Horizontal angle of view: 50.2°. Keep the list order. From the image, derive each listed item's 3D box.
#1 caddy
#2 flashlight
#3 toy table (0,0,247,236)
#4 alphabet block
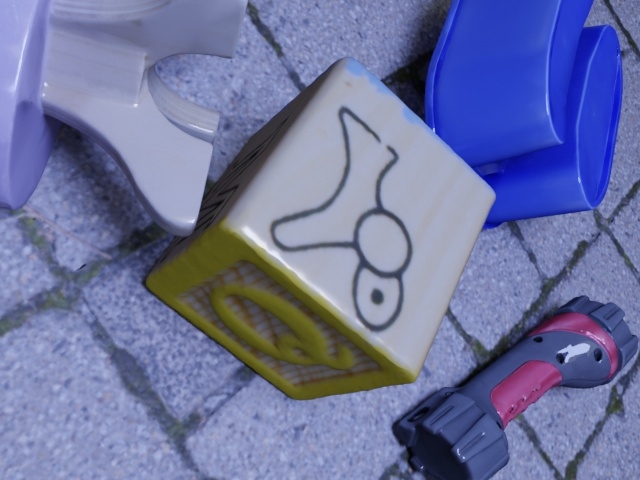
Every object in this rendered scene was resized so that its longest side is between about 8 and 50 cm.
[{"bbox_3d":[0.231,-0.175,0.811,0.241,0.179,0.341,48,52,-39],"label":"caddy"},{"bbox_3d":[0.227,0.163,0.738,0.304,0.103,0.103,-27,92,-37],"label":"flashlight"},{"bbox_3d":[-0.149,-0.142,0.532,0.161,0.252,0.274,12,80,-11],"label":"toy table"},{"bbox_3d":[0.000,0.000,0.593,0.192,0.193,0.197,40,58,-13],"label":"alphabet block"}]
